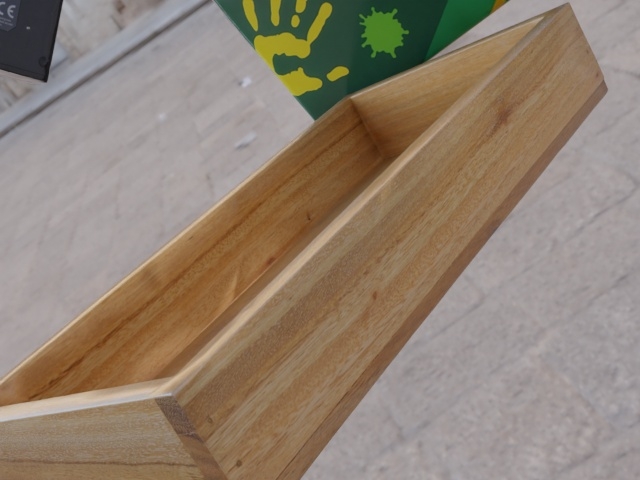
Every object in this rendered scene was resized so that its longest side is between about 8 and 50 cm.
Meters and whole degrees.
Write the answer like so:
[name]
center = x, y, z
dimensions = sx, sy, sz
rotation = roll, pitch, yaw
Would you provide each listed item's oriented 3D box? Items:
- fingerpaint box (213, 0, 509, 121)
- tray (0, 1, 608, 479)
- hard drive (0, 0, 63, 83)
[fingerpaint box]
center = 0.148, -0.333, 0.867
dimensions = 0.371, 0.163, 0.445
rotation = -33, 14, 33
[tray]
center = 0.000, 0.000, 0.576
dimensions = 0.202, 0.076, 0.411
rotation = -16, 21, 43
[hard drive]
center = -0.143, -0.141, 0.401
dimensions = 0.022, 0.094, 0.135
rotation = 9, 88, 47
